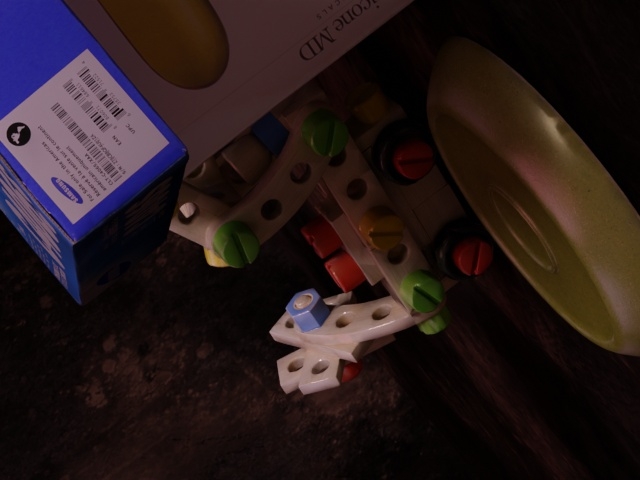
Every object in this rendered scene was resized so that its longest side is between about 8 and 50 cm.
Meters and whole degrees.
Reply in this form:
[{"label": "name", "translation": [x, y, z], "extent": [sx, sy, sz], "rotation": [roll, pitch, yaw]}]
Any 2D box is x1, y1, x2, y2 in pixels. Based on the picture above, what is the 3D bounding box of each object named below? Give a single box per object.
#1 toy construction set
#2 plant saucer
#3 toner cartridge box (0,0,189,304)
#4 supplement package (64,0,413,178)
[{"label": "toy construction set", "translation": [0.000, 0.000, 1.374], "extent": [0.151, 0.215, 0.327], "rotation": [48, 173, 43]}, {"label": "plant saucer", "translation": [0.135, -0.017, 1.108], "extent": [0.241, 0.037, 0.241], "rotation": [52, 175, 7]}, {"label": "toner cartridge box", "translation": [-0.158, -0.060, 1.013], "extent": [0.165, 0.075, 0.348], "rotation": [51, 171, 2]}, {"label": "supplement package", "translation": [-0.108, -0.205, 1.078], "extent": [0.262, 0.199, 0.198], "rotation": [54, 172, -19]}]
